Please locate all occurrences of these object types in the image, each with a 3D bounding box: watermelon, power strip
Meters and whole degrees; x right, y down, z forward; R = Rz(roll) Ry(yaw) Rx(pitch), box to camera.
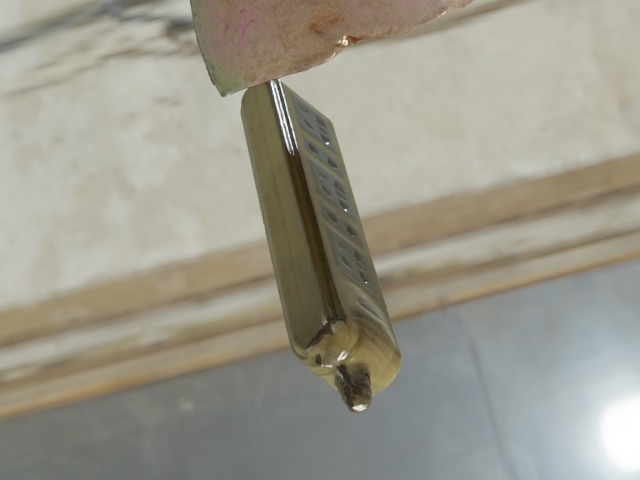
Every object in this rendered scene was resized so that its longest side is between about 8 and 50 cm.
[{"bbox_3d":[0.053,-0.290,1.674,0.222,0.292,0.319,7,74,-69],"label":"watermelon"},{"bbox_3d":[0.000,0.000,1.668,0.092,0.066,0.387,38,25,-36],"label":"power strip"}]
